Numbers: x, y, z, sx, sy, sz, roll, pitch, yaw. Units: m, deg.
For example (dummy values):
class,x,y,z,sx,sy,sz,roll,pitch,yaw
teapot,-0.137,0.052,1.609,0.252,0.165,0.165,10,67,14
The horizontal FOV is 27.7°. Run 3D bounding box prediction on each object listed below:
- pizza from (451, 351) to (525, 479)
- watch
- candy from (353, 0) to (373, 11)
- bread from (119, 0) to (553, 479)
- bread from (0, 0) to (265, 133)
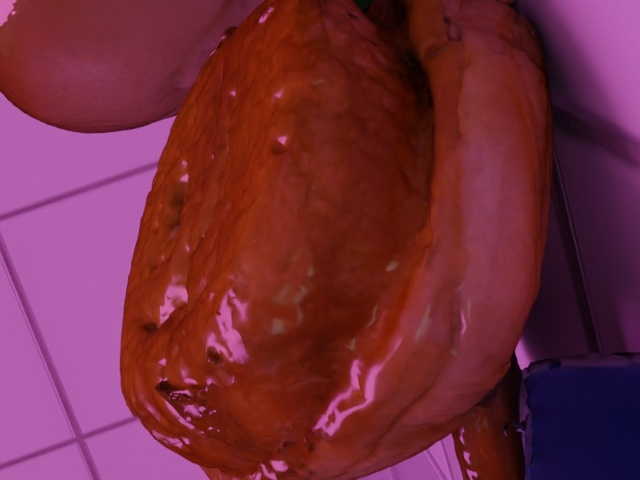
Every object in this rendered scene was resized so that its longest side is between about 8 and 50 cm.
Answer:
class,x,y,z,sx,sy,sz,roll,pitch,yaw
pizza,0.081,0.057,0.641,0.262,0.034,0.181,-94,-13,-47
watch,0.081,0.145,0.382,0.276,0.068,0.274,71,-157,-47
candy,0.002,-0.167,0.598,0.203,0.078,0.141,-117,5,-74
bread,-0.001,0.003,0.531,0.236,0.120,0.198,-39,40,56
bread,-0.151,-0.267,0.855,0.348,0.253,0.376,131,117,-80
